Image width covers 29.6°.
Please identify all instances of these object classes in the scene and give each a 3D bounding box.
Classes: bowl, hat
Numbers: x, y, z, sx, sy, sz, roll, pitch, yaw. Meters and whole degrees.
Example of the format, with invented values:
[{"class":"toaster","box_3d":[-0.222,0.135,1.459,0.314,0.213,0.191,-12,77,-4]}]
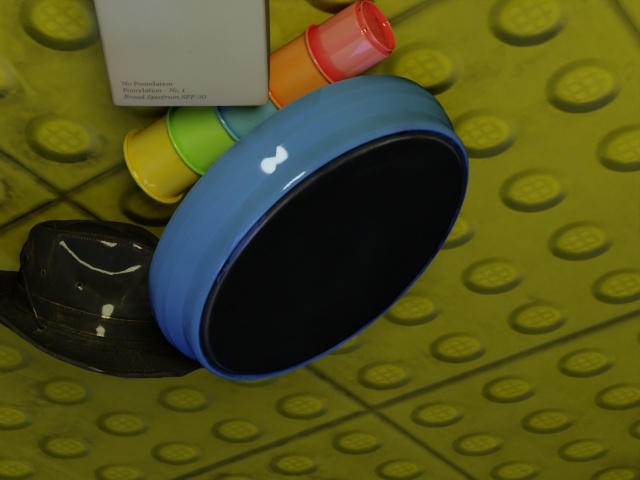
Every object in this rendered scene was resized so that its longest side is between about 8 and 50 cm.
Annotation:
[{"class":"bowl","box_3d":[0.000,0.000,1.307,0.391,0.077,0.391,-30,149,-20]},{"class":"hat","box_3d":[-0.257,0.044,1.441,0.331,0.331,0.134,16,99,-22]}]

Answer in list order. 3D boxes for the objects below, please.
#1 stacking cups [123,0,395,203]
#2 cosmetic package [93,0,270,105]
[{"class":"stacking cups","box_3d":[-0.067,-0.154,1.274,0.316,0.096,0.096,-31,134,27]},{"class":"cosmetic package","box_3d":[-0.126,-0.265,1.092,0.160,0.113,0.309,-1,144,0]}]
